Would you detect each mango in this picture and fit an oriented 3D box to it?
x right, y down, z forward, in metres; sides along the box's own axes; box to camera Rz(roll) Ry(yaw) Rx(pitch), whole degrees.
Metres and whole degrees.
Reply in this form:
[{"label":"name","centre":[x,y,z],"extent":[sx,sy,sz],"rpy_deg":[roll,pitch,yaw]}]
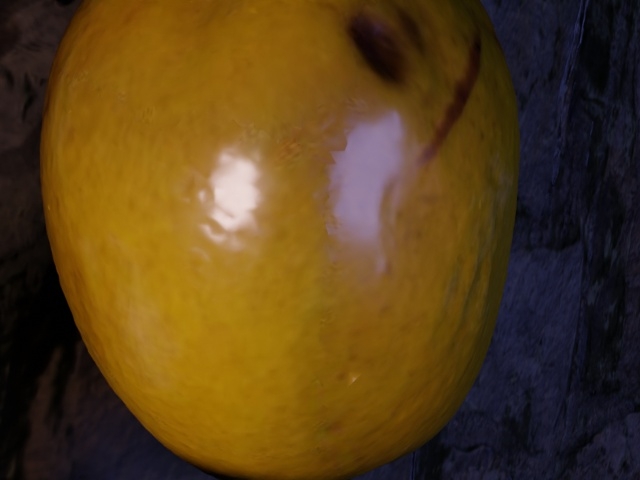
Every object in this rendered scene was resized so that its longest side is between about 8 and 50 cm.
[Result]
[{"label":"mango","centre":[0.000,0.000,1.007],"extent":[0.445,0.221,0.301],"rpy_deg":[65,32,-59]}]
